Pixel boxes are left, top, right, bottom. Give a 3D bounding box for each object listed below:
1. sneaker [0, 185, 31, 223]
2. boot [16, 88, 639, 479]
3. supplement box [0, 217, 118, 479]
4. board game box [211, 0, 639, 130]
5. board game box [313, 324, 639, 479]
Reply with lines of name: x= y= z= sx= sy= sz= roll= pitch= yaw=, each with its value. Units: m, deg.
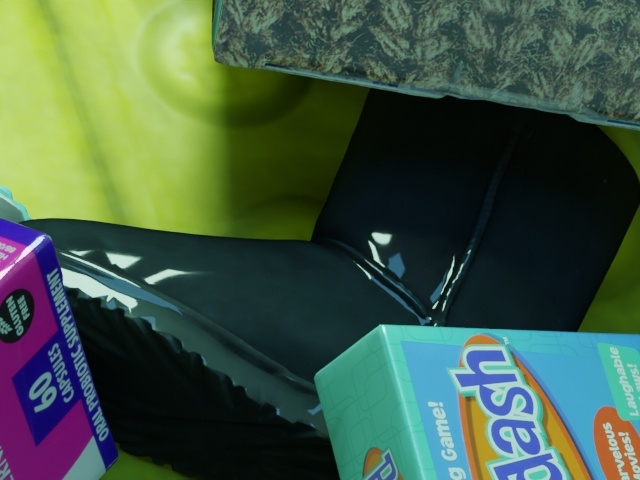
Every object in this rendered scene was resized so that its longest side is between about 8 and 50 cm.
sneaker: x=-0.199 y=0.003 z=0.719 sx=0.166 sy=0.065 sz=0.076 roll=5 pitch=59 yaw=1
boot: x=0.000 y=0.000 z=0.738 sx=0.246 sy=0.094 sz=0.207 roll=24 pitch=54 yaw=-3
supplement box: x=-0.185 y=0.088 z=0.596 sx=0.114 sy=0.111 sz=0.220 roll=18 pitch=47 yaw=31
board game box: x=0.078 y=-0.167 z=0.786 sx=0.232 sy=0.141 sz=0.291 roll=9 pitch=22 yaw=-7
board game box: x=0.111 y=0.112 z=0.641 sx=0.210 sy=0.047 sz=0.160 roll=3 pitch=60 yaw=-35
